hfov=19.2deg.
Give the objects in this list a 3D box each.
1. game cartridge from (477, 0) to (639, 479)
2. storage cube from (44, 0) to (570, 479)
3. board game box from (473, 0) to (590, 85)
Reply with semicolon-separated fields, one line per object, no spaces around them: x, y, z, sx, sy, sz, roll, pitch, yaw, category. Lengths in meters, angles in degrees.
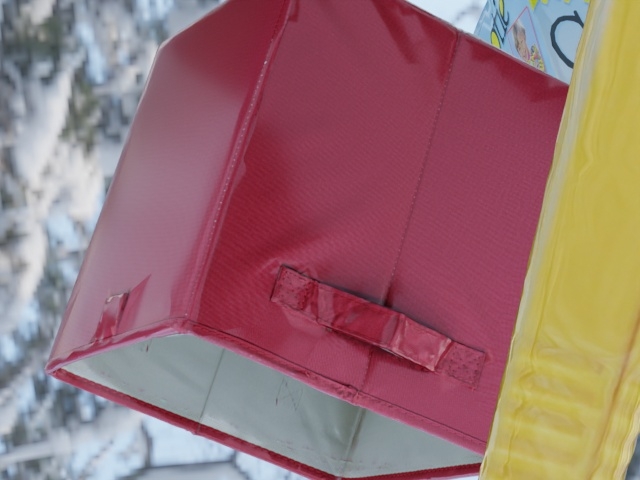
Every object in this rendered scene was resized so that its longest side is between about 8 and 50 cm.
0.120;-0.107;0.559;0.052;0.324;0.285;14;-151;9;game cartridge
0.000;0.000;0.934;0.183;0.215;0.193;24;-108;-21;storage cube
0.227;-0.074;1.361;0.142;0.144;0.275;-12;-111;-12;board game box
